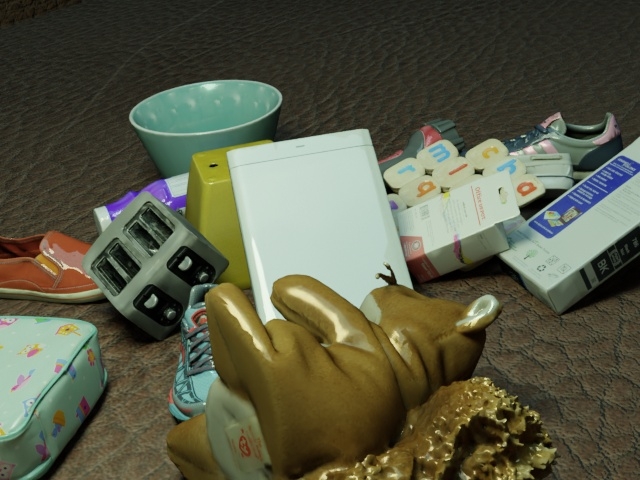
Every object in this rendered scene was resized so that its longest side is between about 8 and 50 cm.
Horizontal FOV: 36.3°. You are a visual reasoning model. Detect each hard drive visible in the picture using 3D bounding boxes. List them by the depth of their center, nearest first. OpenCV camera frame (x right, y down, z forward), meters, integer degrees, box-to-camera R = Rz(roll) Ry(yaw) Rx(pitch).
[{"bbox_3d":[0.000,0.000,1.484,0.233,0.047,0.353,-10,63,-7],"label":"hard drive"}]

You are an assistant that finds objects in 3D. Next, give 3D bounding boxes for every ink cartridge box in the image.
[{"bbox_3d":[0.445,-0.034,1.519,0.332,0.065,0.165,-37,32,-3],"label":"ink cartridge box"},{"bbox_3d":[0.229,-0.023,1.563,0.198,0.067,0.115,-23,42,19],"label":"ink cartridge box"}]

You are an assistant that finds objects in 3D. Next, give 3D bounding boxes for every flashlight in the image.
[{"bbox_3d":[0.134,-0.149,1.898,0.304,0.103,0.103,-22,-6,-23],"label":"flashlight"}]

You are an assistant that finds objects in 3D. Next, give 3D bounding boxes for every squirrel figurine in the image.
[{"bbox_3d":[0.080,0.201,1.130,0.370,0.281,0.397,-15,41,-38],"label":"squirrel figurine"}]

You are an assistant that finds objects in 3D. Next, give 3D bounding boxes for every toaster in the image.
[{"bbox_3d":[-0.260,0.031,1.519,0.168,0.110,0.185,-48,50,-2],"label":"toaster"}]

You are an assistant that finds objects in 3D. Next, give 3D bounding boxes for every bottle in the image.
[{"bbox_3d":[-0.271,-0.064,1.792,0.282,0.118,0.092,-17,69,-19],"label":"bottle"}]

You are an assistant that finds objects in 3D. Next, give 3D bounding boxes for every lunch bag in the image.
[{"bbox_3d":[-0.428,0.209,1.310,0.224,0.108,0.279,-2,27,14],"label":"lunch bag"}]

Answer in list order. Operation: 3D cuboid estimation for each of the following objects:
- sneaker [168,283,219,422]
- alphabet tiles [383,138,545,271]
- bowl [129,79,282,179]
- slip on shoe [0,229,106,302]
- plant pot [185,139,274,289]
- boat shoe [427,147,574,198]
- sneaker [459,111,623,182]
[{"bbox_3d":[-0.165,0.150,1.351,0.104,0.125,0.262,-8,27,-3],"label":"sneaker"},{"bbox_3d":[0.230,-0.065,1.690,0.278,0.021,0.284,-30,47,-6],"label":"alphabet tiles"},{"bbox_3d":[-0.223,-0.202,1.998,0.311,0.163,0.311,-5,27,2],"label":"bowl"},{"bbox_3d":[-0.438,0.037,1.651,0.331,0.101,0.123,1,26,10],"label":"slip on shoe"},{"bbox_3d":[-0.126,-0.053,1.667,0.212,0.187,0.212,-12,27,-11],"label":"plant pot"},{"bbox_3d":[0.328,-0.128,1.786,0.267,0.088,0.096,1,-13,10],"label":"boat shoe"},{"bbox_3d":[0.415,-0.185,1.870,0.318,0.131,0.112,-2,28,8],"label":"sneaker"}]
